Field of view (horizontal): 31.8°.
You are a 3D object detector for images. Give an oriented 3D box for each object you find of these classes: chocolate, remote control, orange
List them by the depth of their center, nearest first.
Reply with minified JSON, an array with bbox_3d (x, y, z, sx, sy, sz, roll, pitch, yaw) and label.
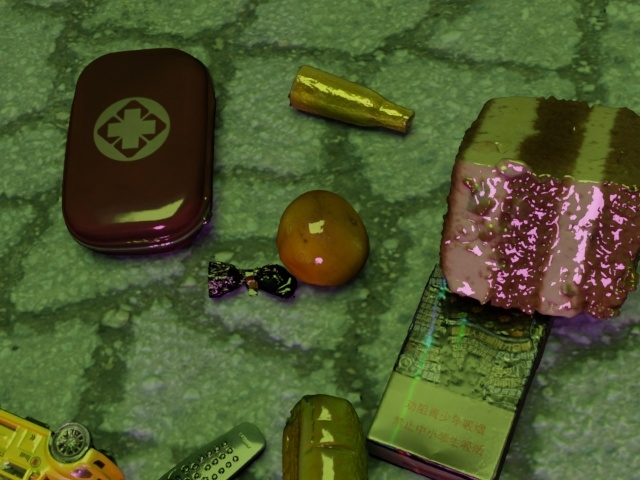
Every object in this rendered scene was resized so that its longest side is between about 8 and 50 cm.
[{"bbox_3d":[-0.177,0.354,1.674,0.222,0.042,0.072,-36,63,-10],"label":"remote control"},{"bbox_3d":[0.000,0.000,1.784,0.136,0.159,0.159,-32,58,23],"label":"orange"},{"bbox_3d":[-0.110,0.068,1.818,0.147,0.070,0.072,7,52,0],"label":"chocolate"},{"bbox_3d":[0.056,-0.237,1.941,0.219,0.085,0.085,21,66,18],"label":"chocolate"}]

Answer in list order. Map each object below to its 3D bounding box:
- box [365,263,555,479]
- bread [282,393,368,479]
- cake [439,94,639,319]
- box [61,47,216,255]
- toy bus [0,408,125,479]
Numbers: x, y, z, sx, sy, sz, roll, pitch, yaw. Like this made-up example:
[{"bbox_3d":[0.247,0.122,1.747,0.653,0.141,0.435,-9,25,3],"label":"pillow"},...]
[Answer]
[{"bbox_3d":[0.211,0.205,1.677,0.198,0.084,0.310,18,66,17],"label":"box"},{"bbox_3d":[0.013,0.399,1.562,0.112,0.166,0.383,8,61,-16],"label":"bread"},{"bbox_3d":[0.343,-0.059,1.661,0.290,0.255,0.282,15,34,12],"label":"cake"},{"bbox_3d":[-0.310,-0.160,1.933,0.263,0.108,0.404,-5,61,5],"label":"box"},{"bbox_3d":[-0.464,0.320,1.674,0.330,0.144,0.152,19,66,18],"label":"toy bus"}]
